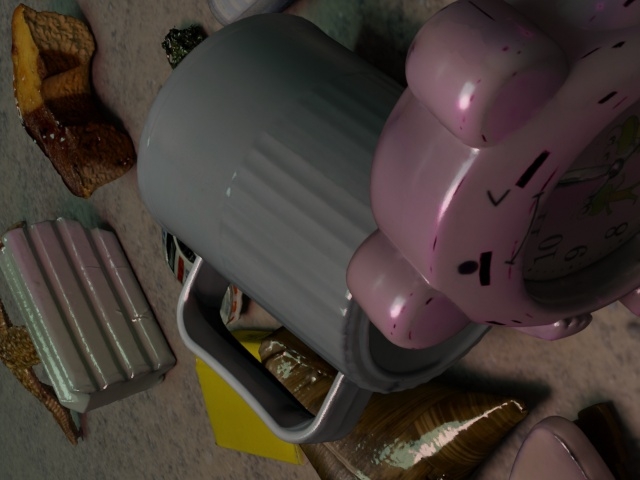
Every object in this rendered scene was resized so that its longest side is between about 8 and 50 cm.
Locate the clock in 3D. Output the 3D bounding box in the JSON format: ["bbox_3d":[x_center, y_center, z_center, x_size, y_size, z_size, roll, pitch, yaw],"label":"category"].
[{"bbox_3d":[0.182,-0.057,0.774,0.113,0.322,0.295,51,141,36],"label":"clock"}]

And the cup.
[{"bbox_3d":[-0.006,-0.012,1.070,0.311,0.331,0.257,38,170,37],"label":"cup"}]

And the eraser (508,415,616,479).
[{"bbox_3d":[0.246,0.264,1.044,0.204,0.059,0.243,15,126,53],"label":"eraser"}]

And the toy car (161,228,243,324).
[{"bbox_3d":[-0.167,0.034,1.546,0.205,0.056,0.095,42,137,36],"label":"toy car"}]

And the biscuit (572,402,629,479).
[{"bbox_3d":[0.256,0.187,1.050,0.082,0.016,0.092,31,130,49],"label":"biscuit"}]

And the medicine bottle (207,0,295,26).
[{"bbox_3d":[-0.044,-0.291,1.199,0.203,0.083,0.083,-22,87,56],"label":"medicine bottle"}]

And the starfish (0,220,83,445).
[{"bbox_3d":[-0.519,0.148,2.005,0.398,0.132,0.384,65,155,15],"label":"starfish"}]

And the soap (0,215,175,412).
[{"bbox_3d":[-0.366,0.108,1.755,0.289,0.173,0.095,62,145,15],"label":"soap"}]

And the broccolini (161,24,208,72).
[{"bbox_3d":[-0.150,-0.139,1.438,0.123,0.062,0.271,-164,67,-68],"label":"broccolini"}]

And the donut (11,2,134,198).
[{"bbox_3d":[-0.374,-0.194,1.690,0.151,0.112,0.295,-26,82,58],"label":"donut"}]

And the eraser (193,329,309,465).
[{"bbox_3d":[-0.075,0.198,1.477,0.226,0.069,0.158,-3,101,55],"label":"eraser"}]

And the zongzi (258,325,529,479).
[{"bbox_3d":[0.072,0.158,1.200,0.286,0.134,0.288,54,136,23],"label":"zongzi"}]
